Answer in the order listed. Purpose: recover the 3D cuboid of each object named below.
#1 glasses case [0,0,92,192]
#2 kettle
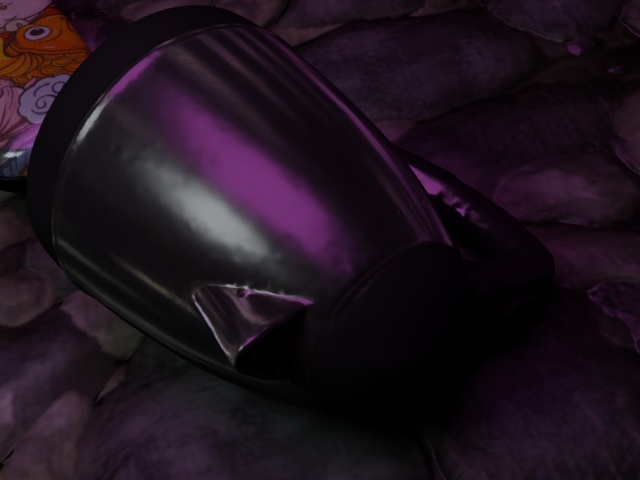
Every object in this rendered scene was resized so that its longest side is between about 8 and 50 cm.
[{"bbox_3d":[-0.257,-0.142,1.255,0.122,0.082,0.321,-28,42,-12],"label":"glasses case"},{"bbox_3d":[-0.013,0.010,0.955,0.271,0.251,0.207,38,93,36],"label":"kettle"}]
